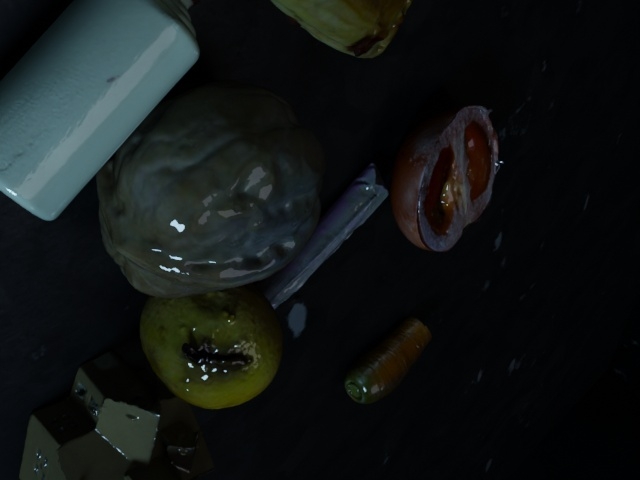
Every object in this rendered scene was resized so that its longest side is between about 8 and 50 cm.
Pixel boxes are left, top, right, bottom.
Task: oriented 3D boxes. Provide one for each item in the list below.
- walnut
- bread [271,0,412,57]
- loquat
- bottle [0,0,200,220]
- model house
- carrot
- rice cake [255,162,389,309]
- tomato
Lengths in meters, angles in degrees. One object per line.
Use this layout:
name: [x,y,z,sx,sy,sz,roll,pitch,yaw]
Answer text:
walnut: [-0.107,-0.048,0.763,0.224,0.224,0.224,-35,145,-29]
bread: [-0.012,-0.335,0.606,0.370,0.192,0.314,8,105,-65]
loquat: [-0.128,0.108,0.931,0.149,0.204,0.172,-39,104,-12]
bottle: [-0.178,-0.138,0.655,0.245,0.104,0.104,-49,150,-6]
model house: [-0.192,0.259,0.901,0.181,0.248,0.176,-17,134,-47]
carrot: [0.125,0.221,1.468,0.193,0.087,0.087,-35,145,-32]
rice cake: [0.001,0.000,1.102,0.270,0.049,0.055,-47,171,-11]
tomato: [0.163,-0.101,1.160,0.228,0.112,0.199,-38,132,-40]
